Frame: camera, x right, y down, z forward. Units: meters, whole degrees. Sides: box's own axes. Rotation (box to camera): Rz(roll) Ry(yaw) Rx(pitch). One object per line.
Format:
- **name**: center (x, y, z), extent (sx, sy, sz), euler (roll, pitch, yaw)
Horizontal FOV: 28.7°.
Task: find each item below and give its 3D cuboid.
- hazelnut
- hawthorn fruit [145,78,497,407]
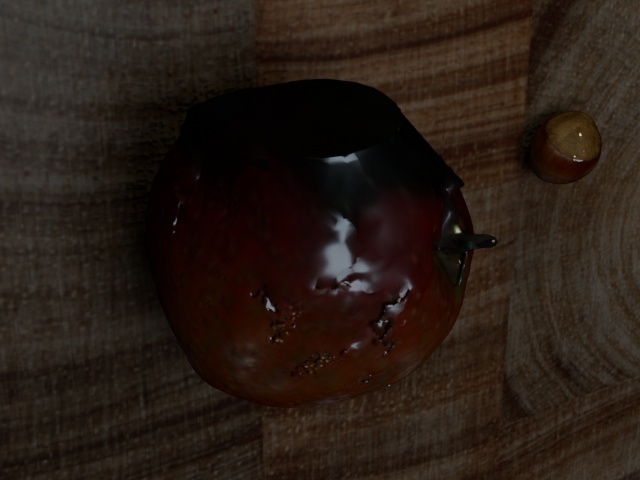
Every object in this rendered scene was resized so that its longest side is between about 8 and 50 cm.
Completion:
- **hazelnut**: center (0.271, -0.098, 1.382), extent (0.086, 0.086, 0.086), euler (-15, 120, -28)
- **hawthorn fruit**: center (-0.016, -0.003, 1.107), extent (0.316, 0.316, 0.316), euler (-15, 120, -28)
